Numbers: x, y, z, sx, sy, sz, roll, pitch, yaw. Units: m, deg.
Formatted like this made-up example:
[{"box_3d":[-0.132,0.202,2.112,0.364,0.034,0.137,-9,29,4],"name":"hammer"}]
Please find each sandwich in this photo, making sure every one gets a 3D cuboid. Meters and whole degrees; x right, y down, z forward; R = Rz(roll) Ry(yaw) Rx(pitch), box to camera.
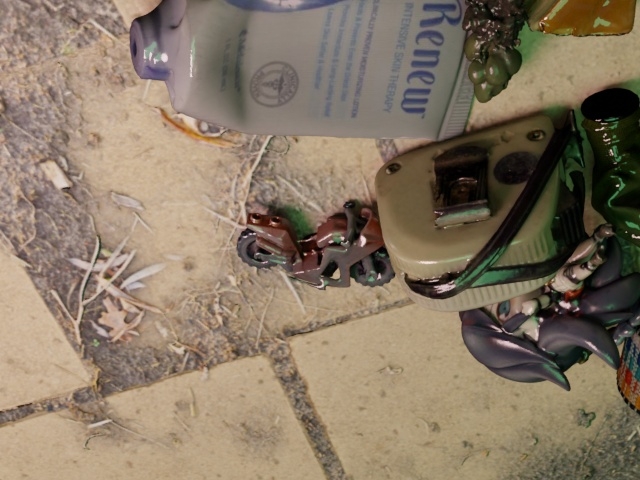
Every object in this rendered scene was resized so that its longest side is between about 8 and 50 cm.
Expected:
[{"box_3d":[0.293,-0.315,1.244,0.114,0.079,0.163,-2,126,-3],"name":"sandwich"}]

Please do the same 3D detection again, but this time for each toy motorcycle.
[{"box_3d":[0.000,0.000,1.450,0.213,0.084,0.118,9,132,-3],"name":"toy motorcycle"}]

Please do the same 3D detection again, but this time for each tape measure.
[{"box_3d":[0.208,-0.035,1.339,0.271,0.231,0.133,-15,133,7],"name":"tape measure"}]

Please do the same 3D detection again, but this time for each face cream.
[{"box_3d":[-0.008,-0.219,1.296,0.421,0.137,0.234,-1,124,-16],"name":"face cream"}]

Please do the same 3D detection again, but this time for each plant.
[{"box_3d":[0.199,-0.237,1.278,0.085,0.087,0.174,-17,136,-14],"name":"plant"}]

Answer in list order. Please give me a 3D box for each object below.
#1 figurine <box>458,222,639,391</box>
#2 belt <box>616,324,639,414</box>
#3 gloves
[{"box_3d":[0.303,0.087,1.445,0.265,0.175,0.197,-12,108,50],"name":"figurine"},{"box_3d":[0.549,0.163,1.520,0.295,0.206,0.160,-6,122,-17],"name":"belt"},{"box_3d":[0.395,-0.066,1.403,0.107,0.135,0.268,-8,120,47],"name":"gloves"}]
